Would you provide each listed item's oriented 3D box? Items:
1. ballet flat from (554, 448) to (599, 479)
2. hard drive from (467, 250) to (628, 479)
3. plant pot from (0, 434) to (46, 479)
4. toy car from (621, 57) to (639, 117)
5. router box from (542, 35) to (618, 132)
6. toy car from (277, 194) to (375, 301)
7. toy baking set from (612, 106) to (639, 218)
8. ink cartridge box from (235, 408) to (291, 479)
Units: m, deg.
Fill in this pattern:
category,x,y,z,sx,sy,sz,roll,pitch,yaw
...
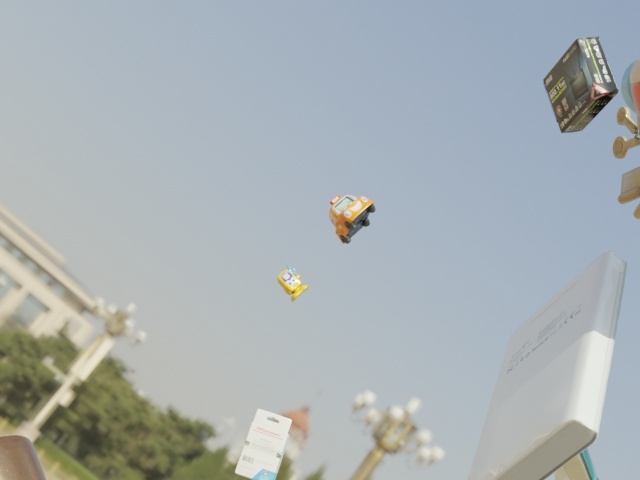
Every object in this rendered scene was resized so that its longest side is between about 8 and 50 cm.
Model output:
category,x,y,z,sx,sy,sz,roll,pitch,yaw
ballet flat,0.439,0.413,2.077,0.248,0.086,0.086,59,-21,-18
hard drive,0.263,0.163,1.434,0.040,0.307,0.203,36,-52,-7
plant pot,-0.521,0.478,2.050,0.230,0.215,0.215,51,-8,25
toy car,0.436,-0.091,1.286,0.219,0.210,0.238,-135,-141,-86
router box,0.372,-0.223,1.783,0.122,0.038,0.092,123,-44,-62
toy car,0.000,0.000,1.213,0.040,0.122,0.060,45,-6,12
toy baking set,0.491,-0.162,1.844,0.030,0.196,0.256,3,-37,-17
ink cartridge box,-0.068,0.254,1.524,0.048,0.083,0.028,18,-13,8
